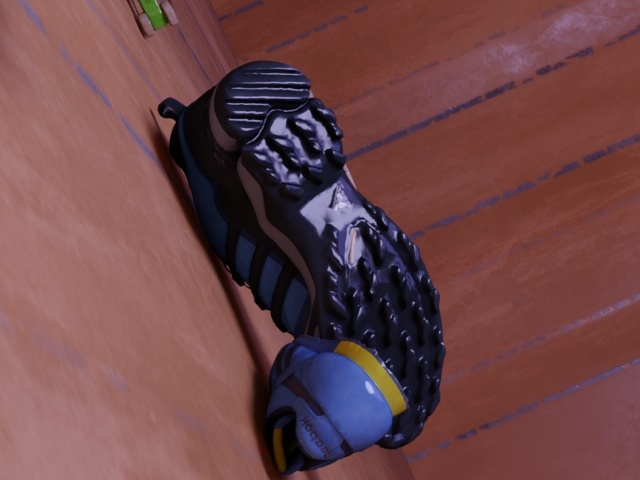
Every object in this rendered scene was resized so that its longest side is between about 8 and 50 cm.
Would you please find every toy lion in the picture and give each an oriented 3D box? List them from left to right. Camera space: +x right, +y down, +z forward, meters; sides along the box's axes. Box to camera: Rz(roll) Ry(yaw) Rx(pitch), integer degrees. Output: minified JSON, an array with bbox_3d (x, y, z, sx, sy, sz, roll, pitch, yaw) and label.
[{"bbox_3d":[-0.171,-0.244,1.229,0.100,0.034,0.096,65,-6,-31],"label":"toy lion"}]

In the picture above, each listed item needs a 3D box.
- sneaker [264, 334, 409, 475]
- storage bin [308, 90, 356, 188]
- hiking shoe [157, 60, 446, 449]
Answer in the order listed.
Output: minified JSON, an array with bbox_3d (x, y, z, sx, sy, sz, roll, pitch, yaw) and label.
[{"bbox_3d":[-0.013,0.112,0.892,0.069,0.082,0.209,53,-15,-5],"label":"sneaker"},{"bbox_3d":[0.000,0.000,1.529,0.260,0.123,0.262,-110,175,-61],"label":"storage bin"},{"bbox_3d":[-0.008,0.014,1.007,0.132,0.113,0.304,-13,-77,56],"label":"hiking shoe"}]
